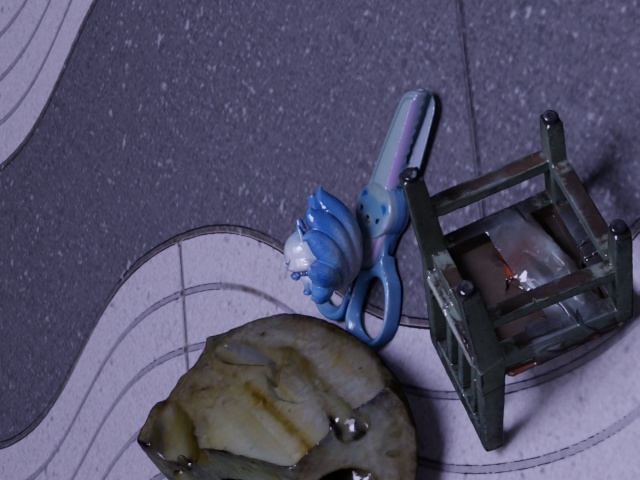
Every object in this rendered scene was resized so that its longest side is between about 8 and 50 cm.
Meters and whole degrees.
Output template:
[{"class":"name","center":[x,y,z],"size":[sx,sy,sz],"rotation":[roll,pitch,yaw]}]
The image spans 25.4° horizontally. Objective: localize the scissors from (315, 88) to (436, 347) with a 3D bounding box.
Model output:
[{"class":"scissors","center":[0.059,-0.025,1.368],"size":[0.125,0.030,0.256],"rotation":[41,121,46]}]

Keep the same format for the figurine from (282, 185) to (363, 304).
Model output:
[{"class":"figurine","center":[0.000,0.000,1.352],"size":[0.079,0.114,0.114],"rotation":[-5,80,13]}]

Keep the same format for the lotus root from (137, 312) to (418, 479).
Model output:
[{"class":"lotus root","center":[-0.024,0.193,1.380],"size":[0.210,0.142,0.314],"rotation":[-48,30,-14]}]

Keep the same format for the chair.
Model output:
[{"class":"chair","center":[0.166,0.040,1.166],"size":[0.270,0.147,0.136],"rotation":[71,176,-54]}]
